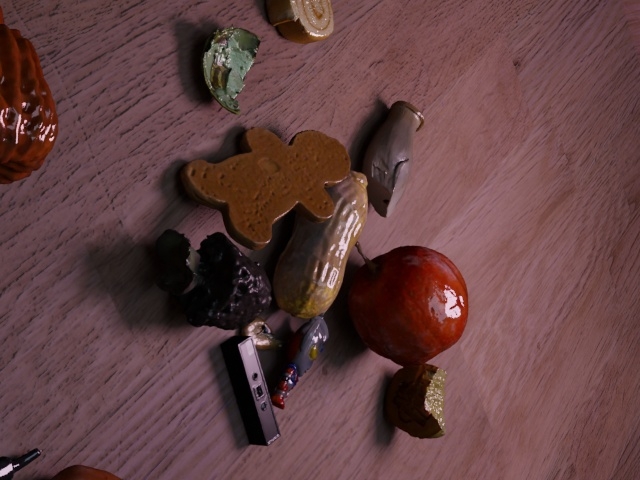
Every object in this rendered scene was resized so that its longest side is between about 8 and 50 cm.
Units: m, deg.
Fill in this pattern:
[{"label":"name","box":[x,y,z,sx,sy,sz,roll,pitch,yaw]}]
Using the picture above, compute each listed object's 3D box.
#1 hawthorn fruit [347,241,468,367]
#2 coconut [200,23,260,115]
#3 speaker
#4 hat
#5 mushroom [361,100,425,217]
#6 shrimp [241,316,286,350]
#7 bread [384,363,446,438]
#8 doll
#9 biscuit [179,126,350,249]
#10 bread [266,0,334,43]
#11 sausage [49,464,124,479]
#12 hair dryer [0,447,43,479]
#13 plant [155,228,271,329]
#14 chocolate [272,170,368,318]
[{"label":"hawthorn fruit","box":[0.147,0.101,1.981,0.272,0.242,0.242,47,53,-29]},{"label":"coconut","box":[-0.160,-0.299,1.774,0.133,0.055,0.158,50,51,-34]},{"label":"speaker","box":[-0.118,0.258,1.789,0.040,0.046,0.191,-30,110,-48]},{"label":"hat","box":[-0.466,-0.258,1.250,0.285,0.285,0.400,-3,86,-50]},{"label":"mushroom","box":[0.143,-0.173,2.101,0.108,0.096,0.247,26,62,-19]},{"label":"shrimp","box":[-0.100,0.164,1.838,0.108,0.023,0.059,10,71,-50]},{"label":"bread","box":[0.194,0.326,2.101,0.086,0.125,0.156,28,55,-54]},{"label":"doll","box":[-0.037,0.208,1.865,0.195,0.062,0.104,-63,155,-19]},{"label":"biscuit","box":[-0.074,-0.100,1.801,0.216,0.047,0.339,46,45,7]},{"label":"bread","box":[-0.043,-0.436,1.919,0.122,0.073,0.149,-18,99,-44]},{"label":"sausage","box":[-0.295,0.412,1.504,0.258,0.133,0.133,49,52,-36]},{"label":"hair dryer","box":[-0.476,0.283,1.361,0.271,0.091,0.236,5,73,-62]},{"label":"plant","box":[-0.175,0.062,1.661,0.203,0.131,0.142,23,26,-55]},{"label":"chocolate","box":[0.000,0.000,1.890,0.134,0.134,0.309,45,58,-38]}]
